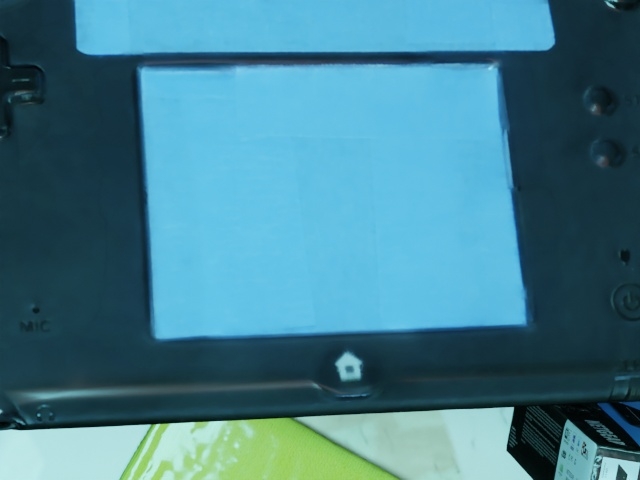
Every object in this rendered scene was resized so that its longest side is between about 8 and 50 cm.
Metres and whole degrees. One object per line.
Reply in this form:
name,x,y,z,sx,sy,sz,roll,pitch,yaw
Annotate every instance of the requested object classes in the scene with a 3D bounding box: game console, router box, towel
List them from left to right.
game console,-0.003,-0.085,0.836,0.386,0.060,0.342,-2,67,-10
towel,0.007,0.165,0.948,0.237,0.021,0.102,30,86,-5
router box,0.175,0.113,0.878,0.133,0.179,0.046,10,95,-6
